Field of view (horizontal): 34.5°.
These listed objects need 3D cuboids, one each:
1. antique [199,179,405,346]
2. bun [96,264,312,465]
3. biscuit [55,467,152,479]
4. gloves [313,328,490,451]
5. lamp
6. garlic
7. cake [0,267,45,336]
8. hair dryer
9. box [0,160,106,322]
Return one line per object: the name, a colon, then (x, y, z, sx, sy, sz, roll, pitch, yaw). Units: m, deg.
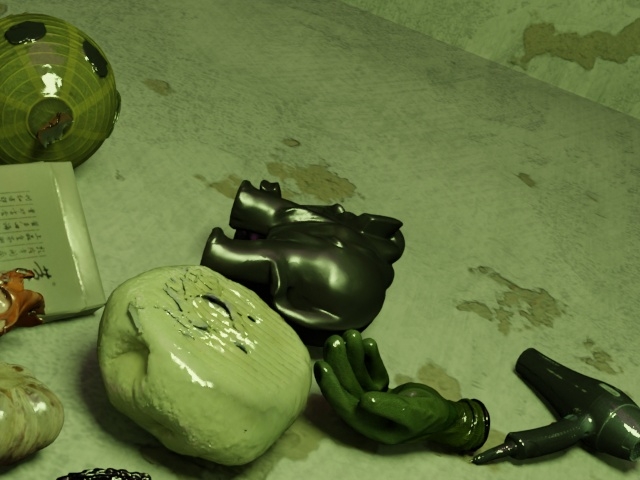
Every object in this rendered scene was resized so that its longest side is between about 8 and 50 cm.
antique: (-0.018, 0.034, 1.454, 0.255, 0.185, 0.322, 16, 27, 3)
bun: (-0.141, 0.146, 1.214, 0.273, 0.168, 0.273, 29, 27, -16)
biscuit: (-0.205, 0.303, 1.031, 0.194, 0.053, 0.194, 16, 31, -10)
gloves: (0.098, 0.205, 1.299, 0.268, 0.107, 0.135, 31, 1, -26)
lamp: (-0.417, -0.203, 1.512, 0.250, 0.250, 0.284, 4, 23, -26)
garlic: (-0.357, 0.182, 1.091, 0.159, 0.102, 0.147, 18, 15, -27)
cake: (-0.439, 0.078, 1.124, 0.287, 0.098, 0.135, -7, -2, -32)
hair dryer: (0.298, 0.241, 1.415, 0.271, 0.091, 0.235, -11, 33, -36)
box: (-0.450, 0.015, 1.244, 0.365, 0.051, 0.205, -9, 77, -39)
